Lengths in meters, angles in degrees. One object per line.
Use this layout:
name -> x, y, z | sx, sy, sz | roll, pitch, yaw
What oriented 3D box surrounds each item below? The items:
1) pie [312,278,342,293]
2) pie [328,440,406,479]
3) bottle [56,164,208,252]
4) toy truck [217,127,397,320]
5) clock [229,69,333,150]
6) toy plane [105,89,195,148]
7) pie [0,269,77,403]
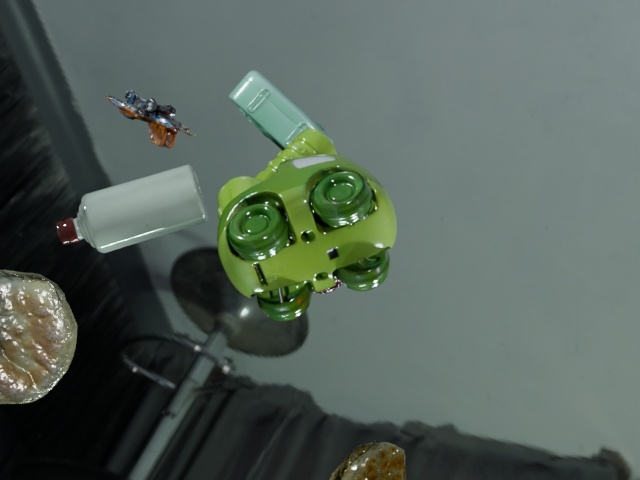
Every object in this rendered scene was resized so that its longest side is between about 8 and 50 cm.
pie -> 0.000, 0.000, 1.320 | 0.153, 0.153, 0.038 | 41, 171, -13
pie -> 0.089, 0.463, 1.764 | 0.163, 0.193, 0.079 | 36, 175, -27
bottle -> -0.316, -0.045, 1.573 | 0.245, 0.104, 0.104 | -18, 129, -4
toy truck -> -0.032, -0.026, 1.028 | 0.210, 0.187, 0.148 | 48, 165, 42
clock -> -0.049, -0.162, 1.327 | 0.148, 0.060, 0.188 | 42, -178, 4
toy plane -> -0.288, -0.214, 1.542 | 0.188, 0.135, 0.062 | 40, 105, 32
pie -> -0.746, 0.233, 2.313 | 0.337, 0.337, 0.075 | 36, 175, -8
